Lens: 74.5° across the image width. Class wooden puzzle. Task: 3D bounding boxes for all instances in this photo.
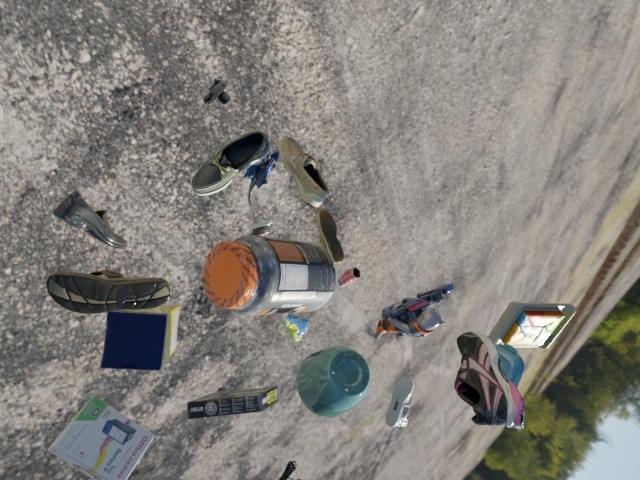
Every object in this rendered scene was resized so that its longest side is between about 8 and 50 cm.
[{"bbox_3d":[0.720,0.300,1.439,0.239,0.044,0.220,6,126,-11],"label":"wooden puzzle"}]

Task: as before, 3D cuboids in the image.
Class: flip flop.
[{"bbox_3d":[-0.522,0.116,1.052,0.278,0.080,0.112,3,119,-28],"label":"flip flop"}]

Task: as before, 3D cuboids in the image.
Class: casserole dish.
[{"bbox_3d":[0.495,0.380,1.178,0.037,0.114,0.188,6,106,-29],"label":"casserole dish"}]

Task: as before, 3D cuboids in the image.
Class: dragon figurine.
[{"bbox_3d":[-0.255,-0.270,1.729,0.289,0.085,0.144,-52,-177,16],"label":"dragon figurine"}]

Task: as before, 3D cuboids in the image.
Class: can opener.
[{"bbox_3d":[-0.307,-0.442,1.252,0.073,0.186,0.059,37,110,-15],"label":"can opener"}]

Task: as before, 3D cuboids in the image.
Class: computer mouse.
[{"bbox_3d":[-0.102,1.040,1.670,0.060,0.262,0.184,11,117,-47],"label":"computer mouse"}]

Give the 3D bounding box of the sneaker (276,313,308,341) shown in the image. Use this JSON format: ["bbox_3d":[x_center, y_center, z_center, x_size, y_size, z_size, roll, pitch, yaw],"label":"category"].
[{"bbox_3d":[-0.144,0.425,2.253,0.126,0.091,0.240,-35,123,-18],"label":"sneaker"}]

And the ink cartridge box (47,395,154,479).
[{"bbox_3d":[-0.604,0.564,1.172,0.093,0.212,0.154,-37,-164,41],"label":"ink cartridge box"}]

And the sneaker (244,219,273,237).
[{"bbox_3d":[-0.282,-0.001,2.050,0.105,0.146,0.296,-15,170,-30],"label":"sneaker"}]

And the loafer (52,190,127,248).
[{"bbox_3d":[-0.457,-0.036,0.867,0.061,0.062,0.170,-63,152,-16],"label":"loafer"}]

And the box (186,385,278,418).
[{"bbox_3d":[-0.311,0.587,1.533,0.271,0.060,0.216,-9,166,8],"label":"box"}]

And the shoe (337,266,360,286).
[{"bbox_3d":[0.140,0.147,1.799,0.081,0.063,0.178,-30,177,24],"label":"shoe"}]

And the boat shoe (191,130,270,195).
[{"bbox_3d":[-0.303,-0.261,1.391,0.305,0.109,0.091,-36,176,-6],"label":"boat shoe"}]

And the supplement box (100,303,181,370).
[{"bbox_3d":[-0.654,0.344,1.568,0.196,0.356,0.193,6,85,-10],"label":"supplement box"}]

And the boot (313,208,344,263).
[{"bbox_3d":[0.000,0.000,1.998,0.095,0.261,0.204,-17,176,-37],"label":"boot"}]

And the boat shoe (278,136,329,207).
[{"bbox_3d":[-0.054,-0.262,1.501,0.109,0.302,0.098,-1,148,-45],"label":"boat shoe"}]

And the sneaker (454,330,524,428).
[{"bbox_3d":[0.242,0.209,0.656,0.077,0.178,0.071,-5,115,-1],"label":"sneaker"}]

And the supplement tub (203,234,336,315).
[{"bbox_3d":[-0.120,0.089,1.054,0.316,0.194,0.193,9,116,-52],"label":"supplement tub"}]

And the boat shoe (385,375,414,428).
[{"bbox_3d":[0.293,0.578,1.501,0.083,0.065,0.183,38,74,-43],"label":"boat shoe"}]

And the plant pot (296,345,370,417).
[{"bbox_3d":[0.075,0.580,1.772,0.293,0.292,0.235,-24,164,-32],"label":"plant pot"}]

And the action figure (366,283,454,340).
[{"bbox_3d":[0.366,0.289,1.590,0.342,0.178,0.330,-18,174,-20],"label":"action figure"}]
